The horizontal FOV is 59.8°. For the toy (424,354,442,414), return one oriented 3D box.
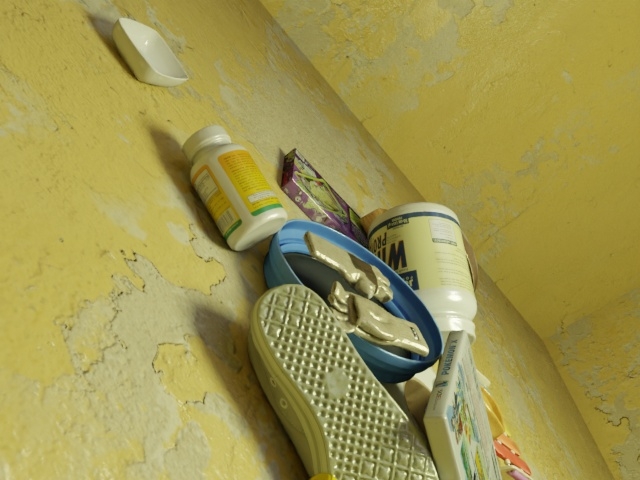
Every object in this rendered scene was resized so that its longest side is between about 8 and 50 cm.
[{"bbox_3d":[0.233,0.331,1.021,0.237,0.056,0.137,52,39,-35],"label":"toy"}]

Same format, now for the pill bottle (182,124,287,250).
[{"bbox_3d":[-0.158,-0.096,0.989,0.208,0.117,0.117,57,19,11],"label":"pill bottle"}]

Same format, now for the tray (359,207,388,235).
[{"bbox_3d":[0.260,0.102,1.610,0.411,0.076,0.203,63,16,7],"label":"tray"}]

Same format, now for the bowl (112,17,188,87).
[{"bbox_3d":[-0.345,-0.365,1.111,0.142,0.053,0.142,54,18,3],"label":"bowl"}]

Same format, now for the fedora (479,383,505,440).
[{"bbox_3d":[0.333,0.366,1.185,0.194,0.079,0.194,46,21,-23],"label":"fedora"}]

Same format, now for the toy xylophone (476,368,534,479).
[{"bbox_3d":[0.414,0.467,1.414,0.236,0.081,0.323,36,25,-40],"label":"toy xylophone"}]

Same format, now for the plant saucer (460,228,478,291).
[{"bbox_3d":[0.352,0.036,1.593,0.311,0.050,0.311,54,-20,30],"label":"plant saucer"}]

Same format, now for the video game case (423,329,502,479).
[{"bbox_3d":[0.241,0.353,0.896,0.300,0.036,0.329,-36,113,-66],"label":"video game case"}]

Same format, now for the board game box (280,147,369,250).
[{"bbox_3d":[0.028,-0.079,1.508,0.347,0.056,0.208,45,17,-23],"label":"board game box"}]

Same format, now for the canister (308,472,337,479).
[{"bbox_3d":[0.021,0.367,0.622,0.126,0.073,0.170,-40,91,-30],"label":"canister"}]

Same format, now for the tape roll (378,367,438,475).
[{"bbox_3d":[0.197,0.373,1.085,0.392,0.072,0.392,45,21,-23],"label":"tape roll"}]

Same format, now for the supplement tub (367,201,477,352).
[{"bbox_3d":[0.245,0.097,1.347,0.235,0.235,0.325,32,45,-47],"label":"supplement tub"}]

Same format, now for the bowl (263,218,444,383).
[{"bbox_3d":[0.061,0.112,1.072,0.391,0.077,0.391,32,20,-13],"label":"bowl"}]

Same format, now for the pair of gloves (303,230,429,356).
[{"bbox_3d":[0.068,0.093,0.955,0.204,0.042,0.240,26,24,-36],"label":"pair of gloves"}]

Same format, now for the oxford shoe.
[{"bbox_3d":[0.029,0.272,0.780,0.169,0.130,0.450,-22,73,-29],"label":"oxford shoe"}]
